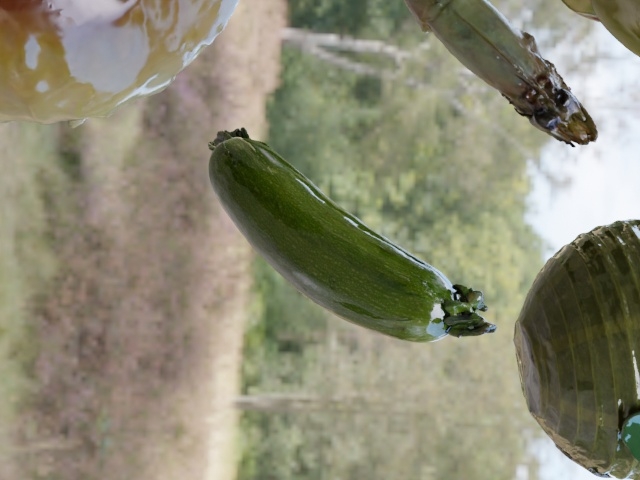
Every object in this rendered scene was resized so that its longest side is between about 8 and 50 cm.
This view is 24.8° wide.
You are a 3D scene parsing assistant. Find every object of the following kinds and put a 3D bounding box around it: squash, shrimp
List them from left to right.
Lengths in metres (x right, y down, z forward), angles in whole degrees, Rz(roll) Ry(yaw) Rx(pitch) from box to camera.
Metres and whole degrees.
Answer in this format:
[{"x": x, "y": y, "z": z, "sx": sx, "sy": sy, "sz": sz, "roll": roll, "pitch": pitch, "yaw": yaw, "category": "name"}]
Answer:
[{"x": -0.002, "y": 0.000, "z": 1.108, "sx": 0.318, "sy": 0.080, "sz": 0.071, "roll": 37, "pitch": -66, "yaw": 35, "category": "squash"}, {"x": 0.156, "y": -0.173, "z": 1.330, "sx": 0.061, "sy": 0.267, "sz": 0.145, "roll": -48, "pitch": 155, "yaw": 4, "category": "shrimp"}]

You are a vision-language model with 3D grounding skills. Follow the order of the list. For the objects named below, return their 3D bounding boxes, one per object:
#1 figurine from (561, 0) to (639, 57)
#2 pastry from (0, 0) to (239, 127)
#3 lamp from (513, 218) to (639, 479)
[{"x": 0.237, "y": -0.225, "z": 1.060, "sx": 0.327, "sy": 0.218, "sz": 0.169, "roll": 42, "pitch": -29, "yaw": 57, "category": "figurine"}, {"x": -0.214, "y": -0.288, "z": 1.050, "sx": 0.245, "sy": 0.409, "sz": 0.410, "roll": 104, "pitch": -12, "yaw": -85, "category": "pastry"}, {"x": 0.324, "y": 0.095, "z": 1.362, "sx": 0.250, "sy": 0.284, "sz": 0.250, "roll": 168, "pitch": -90, "yaw": -86, "category": "lamp"}]
